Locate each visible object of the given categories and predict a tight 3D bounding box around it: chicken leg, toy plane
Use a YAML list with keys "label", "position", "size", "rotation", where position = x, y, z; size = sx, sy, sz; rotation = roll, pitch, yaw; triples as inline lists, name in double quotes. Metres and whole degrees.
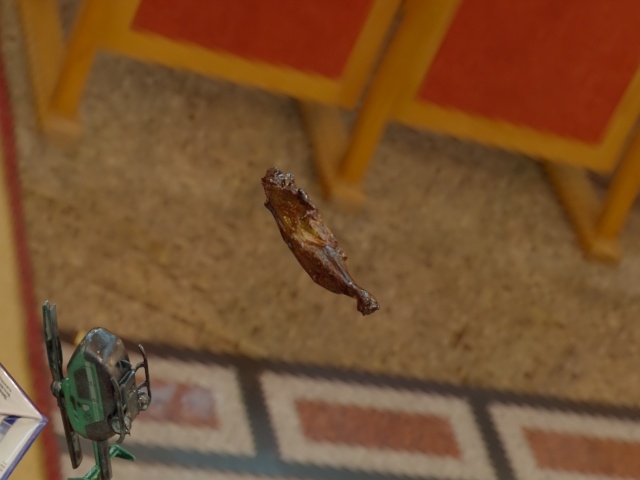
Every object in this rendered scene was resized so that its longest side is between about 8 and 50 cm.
- label: "chicken leg"
  position: [0.000, 0.002, 1.428]
  size: [0.037, 0.062, 0.145]
  rotation: [-27, 71, -17]
- label: "toy plane"
  position: [-0.210, 0.162, 1.790]
  size: [0.096, 0.235, 0.060]
  rotation: [10, 34, 19]

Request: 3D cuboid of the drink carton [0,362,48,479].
- label: "drink carton"
  position: [-0.372, 0.191, 1.498]
  size: [0.106, 0.315, 0.130]
  rotation: [53, 33, -15]
